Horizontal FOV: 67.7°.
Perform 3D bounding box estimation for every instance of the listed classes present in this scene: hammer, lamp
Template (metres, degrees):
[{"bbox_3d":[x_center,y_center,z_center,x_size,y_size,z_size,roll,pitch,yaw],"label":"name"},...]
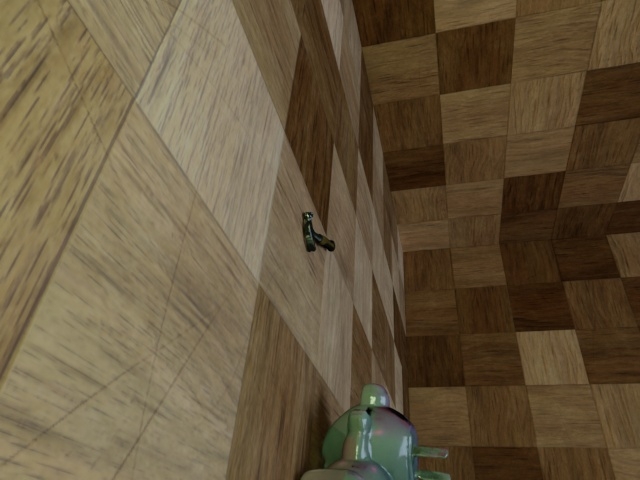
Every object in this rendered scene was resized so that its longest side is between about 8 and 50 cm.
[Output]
[{"bbox_3d":[0.000,0.000,1.046,0.201,0.021,0.078,38,48,-70],"label":"hammer"},{"bbox_3d":[0.102,0.427,0.861,0.301,0.247,0.247,-36,117,-65],"label":"lamp"}]
